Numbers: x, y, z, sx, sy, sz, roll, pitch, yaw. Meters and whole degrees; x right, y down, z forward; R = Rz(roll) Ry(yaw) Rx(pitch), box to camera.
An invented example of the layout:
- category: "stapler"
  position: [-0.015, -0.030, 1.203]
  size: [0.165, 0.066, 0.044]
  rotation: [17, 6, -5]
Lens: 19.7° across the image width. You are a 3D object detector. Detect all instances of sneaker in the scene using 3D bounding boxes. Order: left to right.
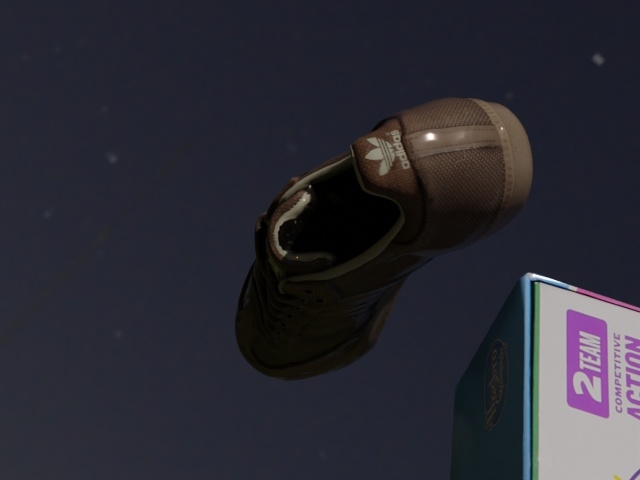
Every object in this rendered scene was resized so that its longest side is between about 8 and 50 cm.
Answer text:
- category: "sneaker"
  position: [0.000, 0.000, 0.692]
  size: [0.188, 0.071, 0.066]
  rotation: [-44, -123, 49]

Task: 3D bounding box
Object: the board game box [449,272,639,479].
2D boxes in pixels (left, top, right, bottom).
- category: "board game box"
  position: [0.190, 0.155, 0.523]
  size: [0.316, 0.242, 0.064]
  rotation: [18, -47, -9]
